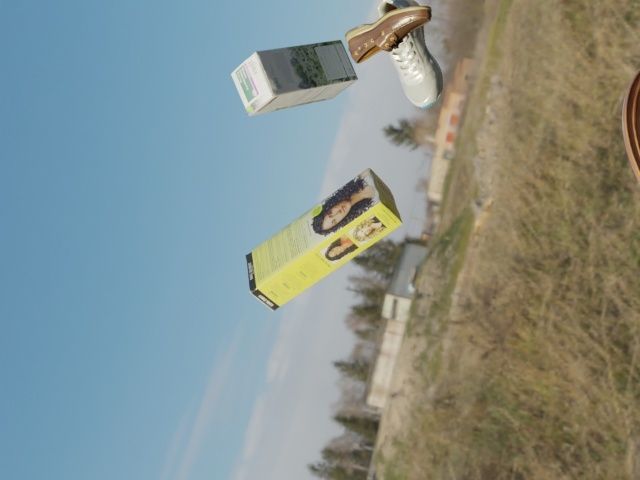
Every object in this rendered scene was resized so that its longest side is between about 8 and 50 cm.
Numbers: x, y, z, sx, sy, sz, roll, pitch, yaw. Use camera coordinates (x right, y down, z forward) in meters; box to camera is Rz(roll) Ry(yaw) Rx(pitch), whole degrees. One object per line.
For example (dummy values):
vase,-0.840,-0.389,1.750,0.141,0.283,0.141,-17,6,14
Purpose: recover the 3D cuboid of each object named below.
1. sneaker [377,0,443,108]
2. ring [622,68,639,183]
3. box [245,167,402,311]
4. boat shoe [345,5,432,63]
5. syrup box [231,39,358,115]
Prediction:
sneaker,0.168,-0.366,1.573,0.092,0.087,0.228,-7,-102,-53
ring,0.464,-0.070,0.850,0.032,0.337,0.336,119,171,-57
box,0.000,0.000,1.141,0.058,0.232,0.087,42,-159,-35
boat shoe,0.124,-0.364,1.425,0.064,0.178,0.060,-4,-97,-51
syrup box,-0.049,-0.324,1.593,0.237,0.093,0.096,-20,-4,-39
